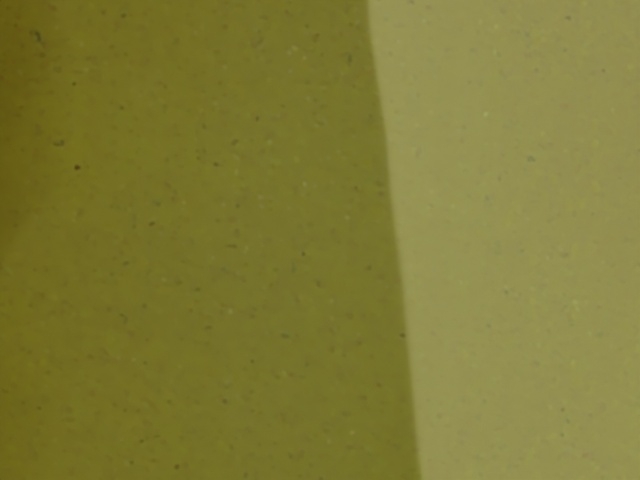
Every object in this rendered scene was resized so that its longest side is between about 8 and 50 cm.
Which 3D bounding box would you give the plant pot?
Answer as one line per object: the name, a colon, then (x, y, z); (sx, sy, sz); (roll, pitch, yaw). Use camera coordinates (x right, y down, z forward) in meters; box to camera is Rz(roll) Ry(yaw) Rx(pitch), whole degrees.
plant pot: (0.000, 0.000, 0.410); (0.187, 0.212, 0.212); (7, 91, -18)
